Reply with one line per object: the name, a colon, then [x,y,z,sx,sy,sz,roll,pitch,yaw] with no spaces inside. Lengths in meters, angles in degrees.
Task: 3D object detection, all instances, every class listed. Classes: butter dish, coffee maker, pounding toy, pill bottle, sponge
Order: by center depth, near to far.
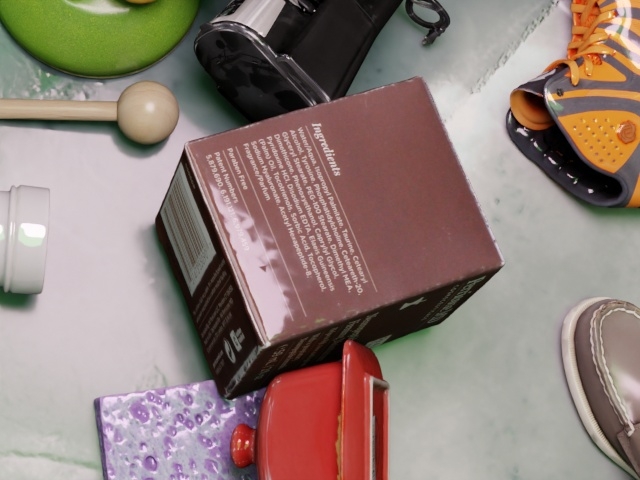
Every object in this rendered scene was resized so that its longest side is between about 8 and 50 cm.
pill bottle: [-0.304,-0.006,1.131,0.186,0.112,0.112,5,79,-13]
butter dish: [-0.011,0.159,1.136,0.118,0.160,0.160,-1,82,10]
sponge: [-0.071,0.168,1.196,0.210,0.031,0.117,-7,83,-16]
pounding toy: [-0.181,-0.208,1.198,0.183,0.110,0.237,9,78,-11]
coffee maker: [0.007,-0.175,1.216,0.171,0.120,0.178,31,63,-2]

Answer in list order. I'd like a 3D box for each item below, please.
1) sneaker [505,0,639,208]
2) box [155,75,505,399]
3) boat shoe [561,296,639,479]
sneaker: [0.240,-0.181,1.286,0.180,0.124,0.321,-15,84,-16]
box: [0.000,0.000,1.156,0.203,0.168,0.167,-18,76,-19]
boat shoe: [0.318,0.186,1.251,0.116,0.097,0.324,-28,87,-16]
